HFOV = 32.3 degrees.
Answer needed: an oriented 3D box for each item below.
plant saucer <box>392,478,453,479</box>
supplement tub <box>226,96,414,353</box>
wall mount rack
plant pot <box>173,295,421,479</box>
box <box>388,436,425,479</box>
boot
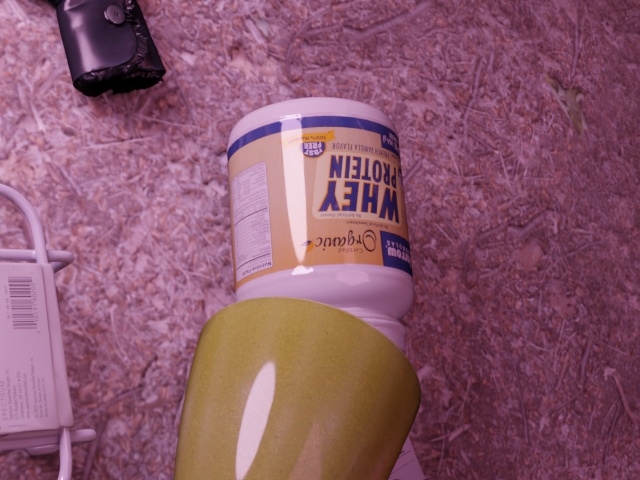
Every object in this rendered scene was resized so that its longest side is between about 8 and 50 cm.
[{"bbox_3d":[0.041,0.396,1.258,0.084,0.332,0.332,37,50,5],"label":"plant saucer"},{"bbox_3d":[0.000,0.000,1.417,0.228,0.228,0.316,9,68,-38],"label":"supplement tub"},{"bbox_3d":[-0.386,0.120,1.124,0.304,0.130,0.350,2,72,-43],"label":"wall mount rack"},{"bbox_3d":[-0.053,0.261,1.216,0.275,0.275,0.293,41,44,-21],"label":"plant pot"},{"bbox_3d":[0.089,0.357,1.488,0.145,0.038,0.186,-20,89,-43],"label":"box"},{"bbox_3d":[-0.309,-0.285,1.352,0.246,0.094,0.207,-1,71,-47],"label":"boot"}]
